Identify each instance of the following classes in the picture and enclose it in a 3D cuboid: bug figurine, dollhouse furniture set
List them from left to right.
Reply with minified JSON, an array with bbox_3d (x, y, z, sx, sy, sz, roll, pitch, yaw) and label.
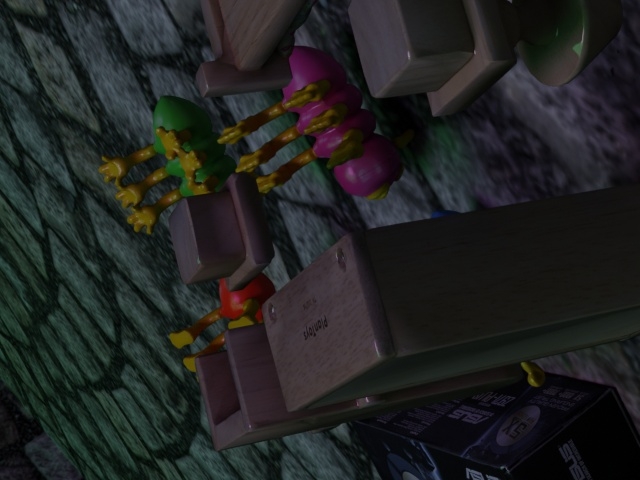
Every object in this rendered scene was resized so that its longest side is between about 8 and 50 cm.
[{"bbox_3d":[0.000,0.000,0.820,0.279,0.072,0.216,-14,114,50],"label":"bug figurine"},{"bbox_3d":[0.031,-0.121,0.622,0.303,0.173,0.356,137,120,-63],"label":"dollhouse furniture set"}]

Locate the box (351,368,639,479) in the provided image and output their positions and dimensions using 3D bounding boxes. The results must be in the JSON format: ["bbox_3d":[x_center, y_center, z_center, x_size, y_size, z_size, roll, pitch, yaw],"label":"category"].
[{"bbox_3d":[0.115,0.151,0.834,0.147,0.077,0.180,63,159,-15],"label":"box"}]
